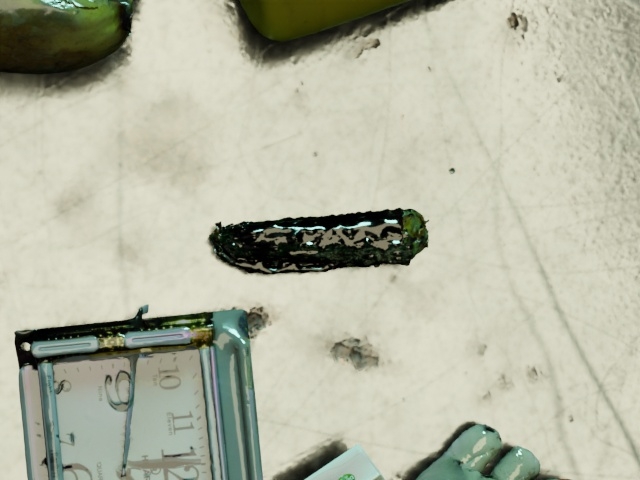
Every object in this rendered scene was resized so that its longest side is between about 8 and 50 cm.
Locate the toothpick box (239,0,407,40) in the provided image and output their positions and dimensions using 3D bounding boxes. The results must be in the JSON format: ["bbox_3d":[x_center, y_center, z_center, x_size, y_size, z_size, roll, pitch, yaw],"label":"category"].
[{"bbox_3d":[0.058,-0.273,1.574,0.271,0.175,0.175,-17,90,-9],"label":"toothpick box"}]

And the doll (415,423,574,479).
[{"bbox_3d":[0.162,0.234,1.594,0.192,0.149,0.095,24,123,4],"label":"doll"}]

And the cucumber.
[{"bbox_3d":[0.000,0.000,1.616,0.181,0.053,0.053,-2,88,-3],"label":"cucumber"}]

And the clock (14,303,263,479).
[{"bbox_3d":[-0.140,0.178,1.577,0.186,0.083,0.253,-5,89,-7],"label":"clock"}]

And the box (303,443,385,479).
[{"bbox_3d":[0.024,0.234,1.580,0.089,0.043,0.125,-34,128,-6],"label":"box"}]

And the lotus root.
[{"bbox_3d":[-0.276,-0.211,1.544,0.274,0.160,0.152,12,113,-6],"label":"lotus root"}]
